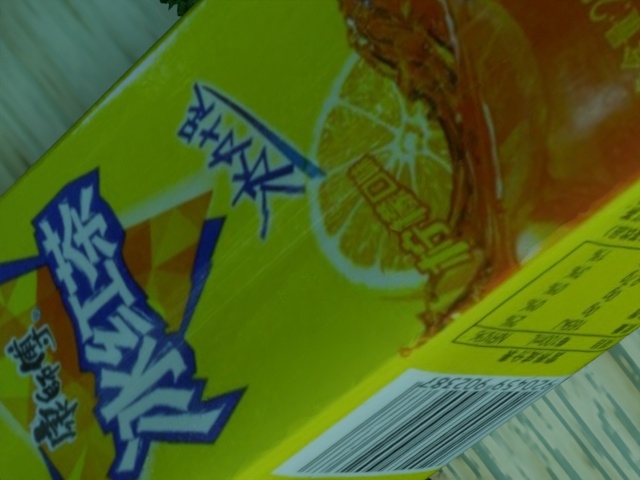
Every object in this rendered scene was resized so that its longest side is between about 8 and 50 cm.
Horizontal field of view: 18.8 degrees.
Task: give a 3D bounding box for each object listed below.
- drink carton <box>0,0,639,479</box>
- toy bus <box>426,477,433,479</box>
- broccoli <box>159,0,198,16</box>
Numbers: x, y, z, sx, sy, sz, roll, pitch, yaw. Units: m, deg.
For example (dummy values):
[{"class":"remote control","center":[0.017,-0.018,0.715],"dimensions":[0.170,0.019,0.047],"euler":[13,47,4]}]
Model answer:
[{"class":"drink carton","center":[0.000,0.000,0.640],"dimensions":[0.351,0.111,0.154],"euler":[-41,61,32]},{"class":"toy bus","center":[-0.007,0.174,0.769],"dimensions":[0.088,0.101,0.175],"euler":[35,114,-5]},{"class":"broccoli","center":[-0.051,-0.162,0.623],"dimensions":[0.195,0.156,0.195],"euler":[-8,115,-18]}]
